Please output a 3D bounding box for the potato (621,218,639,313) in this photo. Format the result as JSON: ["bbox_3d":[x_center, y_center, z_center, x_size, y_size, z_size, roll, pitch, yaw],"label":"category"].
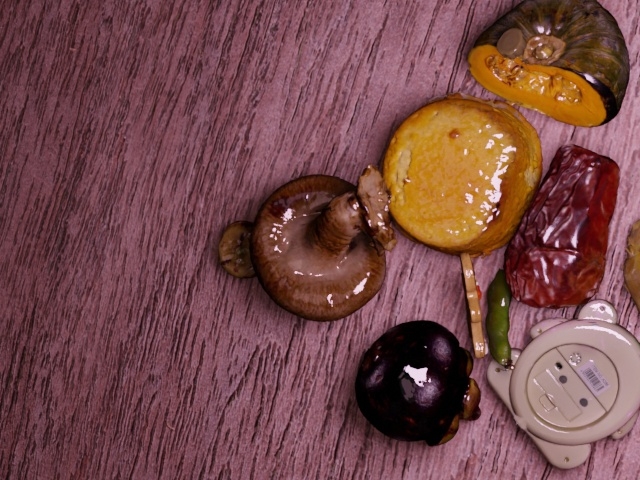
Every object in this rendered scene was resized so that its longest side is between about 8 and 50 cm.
[{"bbox_3d":[0.713,0.084,1.524,0.191,0.141,0.296,-29,77,17],"label":"potato"}]

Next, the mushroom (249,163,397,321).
[{"bbox_3d":[0.005,0.020,1.707,0.334,0.356,0.331,-14,97,1],"label":"mushroom"}]

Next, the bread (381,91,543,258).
[{"bbox_3d":[0.298,-0.146,1.656,0.336,0.204,0.358,17,95,16],"label":"bread"}]

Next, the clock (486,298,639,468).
[{"bbox_3d":[0.540,0.293,1.613,0.309,0.114,0.284,-40,75,15],"label":"clock"}]

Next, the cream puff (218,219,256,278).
[{"bbox_3d":[-0.186,0.024,1.913,0.149,0.084,0.149,0,90,26],"label":"cream puff"}]

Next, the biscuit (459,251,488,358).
[{"bbox_3d":[0.326,0.131,1.633,0.035,0.158,0.240,-10,122,5],"label":"biscuit"}]

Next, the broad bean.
[{"bbox_3d":[0.386,0.170,1.655,0.065,0.046,0.254,-33,40,44],"label":"broad bean"}]

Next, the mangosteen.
[{"bbox_3d":[0.218,0.318,1.676,0.233,0.287,0.288,-19,83,31],"label":"mangosteen"}]

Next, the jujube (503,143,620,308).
[{"bbox_3d":[0.502,-0.025,1.575,0.216,0.216,0.342,16,96,21],"label":"jujube"}]

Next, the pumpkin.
[{"bbox_3d":[0.499,-0.381,1.591,0.325,0.242,0.232,31,72,23],"label":"pumpkin"}]

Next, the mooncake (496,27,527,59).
[{"bbox_3d":[0.484,-0.476,1.472,0.346,0.057,0.150,-24,60,10],"label":"mooncake"}]
